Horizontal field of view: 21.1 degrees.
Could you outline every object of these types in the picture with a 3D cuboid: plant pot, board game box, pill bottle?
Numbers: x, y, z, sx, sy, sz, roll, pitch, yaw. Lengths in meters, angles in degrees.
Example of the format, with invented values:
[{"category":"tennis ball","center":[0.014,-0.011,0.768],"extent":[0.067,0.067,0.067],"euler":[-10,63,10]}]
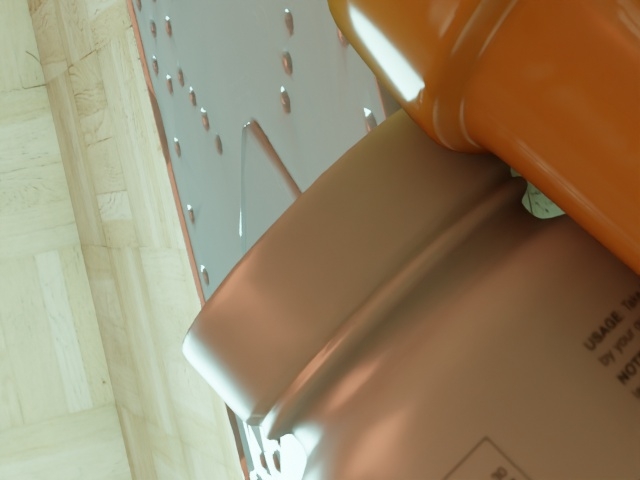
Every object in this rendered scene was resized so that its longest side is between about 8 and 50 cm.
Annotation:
[{"category":"plant pot","center":[0.137,-0.062,0.519],"extent":[0.188,0.205,0.205],"euler":[54,157,19]},{"category":"board game box","center":[0.000,0.000,0.894],"extent":[0.390,0.050,0.390],"euler":[161,94,-72]},{"category":"pill bottle","center":[0.095,0.092,0.612],"extent":[0.283,0.160,0.160],"euler":[45,158,7]}]
